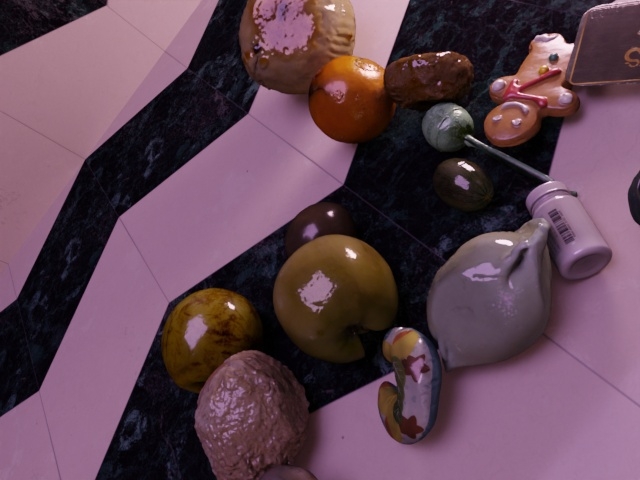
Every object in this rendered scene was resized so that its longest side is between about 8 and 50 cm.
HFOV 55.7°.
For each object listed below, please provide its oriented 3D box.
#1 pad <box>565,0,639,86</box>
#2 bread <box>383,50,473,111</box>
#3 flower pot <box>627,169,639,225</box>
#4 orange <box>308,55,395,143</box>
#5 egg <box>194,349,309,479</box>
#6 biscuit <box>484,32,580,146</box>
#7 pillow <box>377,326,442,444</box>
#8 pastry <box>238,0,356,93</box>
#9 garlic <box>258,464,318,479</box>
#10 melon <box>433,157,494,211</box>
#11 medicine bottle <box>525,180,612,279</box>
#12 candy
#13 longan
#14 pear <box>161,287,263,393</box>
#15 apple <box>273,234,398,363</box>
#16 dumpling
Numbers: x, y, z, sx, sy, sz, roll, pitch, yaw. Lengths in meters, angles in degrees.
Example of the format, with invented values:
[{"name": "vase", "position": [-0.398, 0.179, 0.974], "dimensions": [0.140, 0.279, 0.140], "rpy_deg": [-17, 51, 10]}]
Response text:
[{"name": "pad", "position": [0.693, -0.405, 1.218], "dimensions": [0.376, 0.063, 0.314], "rpy_deg": [5, 64, 36]}, {"name": "bread", "position": [0.276, -0.400, 1.539], "dimensions": [0.230, 0.230, 0.122], "rpy_deg": [0, 93, 42]}, {"name": "flower pot", "position": [0.661, -0.081, 1.033], "dimensions": [0.243, 0.157, 0.189], "rpy_deg": [-12, 56, 38]}, {"name": "orange", "position": [0.088, -0.392, 1.685], "dimensions": [0.246, 0.246, 0.246], "rpy_deg": [-22, 52, 32]}, {"name": "egg", "position": [-0.161, 0.411, 1.411], "dimensions": [0.279, 0.279, 0.310], "rpy_deg": [-25, 71, 30]}, {"name": "biscuit", "position": [0.491, -0.347, 1.372], "dimensions": [0.339, 0.047, 0.216], "rpy_deg": [-47, 46, -11]}, {"name": "pillow", "position": [0.177, 0.300, 1.252], "dimensions": [0.214, 0.086, 0.233], "rpy_deg": [-168, 83, -71]}, {"name": "pastry", "position": [-0.071, -0.649, 1.928], "dimensions": [0.389, 0.313, 0.388], "rpy_deg": [3, 99, 20]}, {"name": "garlic", "position": [-0.048, 0.594, 1.234], "dimensions": [0.292, 0.210, 0.237], "rpy_deg": [-14, 50, 47]}, {"name": "melon", "position": [0.325, -0.131, 1.401], "dimensions": [0.114, 0.114, 0.167], "rpy_deg": [-50, 45, 7]}, {"name": "medicine bottle", "position": [0.484, -0.022, 1.196], "dimensions": [0.103, 0.103, 0.186], "rpy_deg": [-34, 47, 22]}, {"name": "candy", "position": [0.404, -0.199, 1.402], "dimensions": [0.119, 0.119, 0.440], "rpy_deg": [-52, 51, 5]}, {"name": "longan", "position": [0.000, 0.000, 1.567], "dimensions": [0.198, 0.198, 0.212], "rpy_deg": [31, 89, 48]}, {"name": "pear", "position": [-0.284, 0.268, 1.606], "dimensions": [0.284, 0.284, 0.283], "rpy_deg": [-22, 52, 32]}, {"name": "apple", "position": [0.039, 0.137, 1.395], "dimensions": [0.292, 0.292, 0.254], "rpy_deg": [-47, 34, 9]}, {"name": "dumpling", "position": [0.326, 0.091, 1.193], "dimensions": [0.321, 0.212, 0.269], "rpy_deg": [-25, 52, 28]}]
